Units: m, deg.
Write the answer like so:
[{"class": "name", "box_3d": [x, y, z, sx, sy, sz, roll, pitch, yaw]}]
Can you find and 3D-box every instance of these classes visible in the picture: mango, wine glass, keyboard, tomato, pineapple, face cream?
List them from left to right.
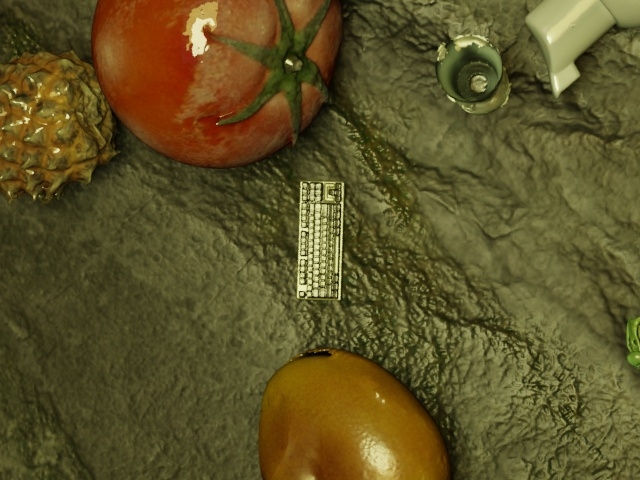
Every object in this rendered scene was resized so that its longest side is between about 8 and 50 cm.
[{"class": "pineapple", "box_3d": [-0.319, -0.119, 1.918, 0.193, 0.166, 0.166, -11, 85, 25]}, {"class": "tomato", "box_3d": [-0.111, -0.209, 1.832, 0.265, 0.265, 0.265, 0, 87, 9]}, {"class": "keyboard", "box_3d": [0.000, 0.000, 1.922, 0.049, 0.015, 0.129, 2, 88, 9]}, {"class": "mango", "box_3d": [0.037, 0.211, 1.846, 0.236, 0.136, 0.166, 41, 106, 22]}, {"class": "wine glass", "box_3d": [0.157, -0.169, 1.833, 0.072, 0.155, 0.072, 0, 88, 10]}, {"class": "face cream", "box_3d": [0.342, -0.307, 1.813, 0.369, 0.145, 0.145, -43, 82, 4]}]

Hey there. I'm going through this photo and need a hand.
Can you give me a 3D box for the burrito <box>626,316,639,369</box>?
[{"class": "burrito", "box_3d": [0.402, 0.012, 1.790, 0.104, 0.054, 0.288, 44, 100, 17]}]
